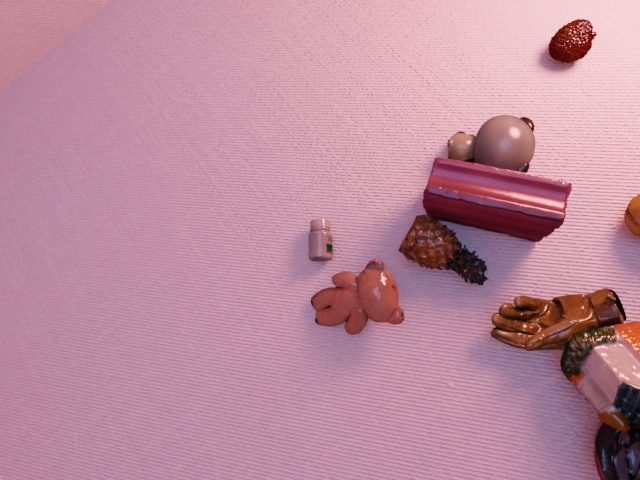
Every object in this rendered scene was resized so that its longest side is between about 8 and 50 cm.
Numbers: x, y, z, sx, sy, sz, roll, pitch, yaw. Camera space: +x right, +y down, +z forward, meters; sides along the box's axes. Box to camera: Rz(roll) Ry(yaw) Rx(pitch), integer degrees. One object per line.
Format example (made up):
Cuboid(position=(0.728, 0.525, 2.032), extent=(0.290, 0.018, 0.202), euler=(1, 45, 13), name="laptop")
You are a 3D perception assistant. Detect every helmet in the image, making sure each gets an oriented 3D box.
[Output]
Cuboid(position=(0.781, 0.540, 0.997), extent=(0.198, 0.154, 0.254), euler=(2, 95, 10), name="helmet")

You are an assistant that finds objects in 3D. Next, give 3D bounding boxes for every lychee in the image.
Cuboid(position=(0.793, -0.626, 1.267), extent=(0.128, 0.123, 0.124), euler=(-20, 74, 6), name="lychee")

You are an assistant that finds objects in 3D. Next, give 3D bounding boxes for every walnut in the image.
Cuboid(position=(0.950, -0.069, 1.091), extent=(0.206, 0.159, 0.159), euler=(2, 78, 13), name="walnut")

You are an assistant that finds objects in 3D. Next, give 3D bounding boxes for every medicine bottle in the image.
Cuboid(position=(0.000, 0.000, 1.317), extent=(0.080, 0.080, 0.131), euler=(-3, 77, 11), name="medicine bottle")

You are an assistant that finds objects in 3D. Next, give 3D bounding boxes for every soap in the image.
Cuboid(position=(0.485, -0.110, 1.160), extent=(0.359, 0.233, 0.128), euler=(15, 80, 15), name="soap")

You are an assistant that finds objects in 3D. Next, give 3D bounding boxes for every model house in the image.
Cuboid(position=(0.770, 0.352, 0.938), extent=(0.271, 0.190, 0.301), euler=(-8, 33, 2), name="model house")

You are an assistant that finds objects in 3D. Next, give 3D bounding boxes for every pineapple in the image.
Cuboid(position=(0.379, 0.045, 1.195), extent=(0.278, 0.158, 0.158), euler=(33, 86, 13), name="pineapple")

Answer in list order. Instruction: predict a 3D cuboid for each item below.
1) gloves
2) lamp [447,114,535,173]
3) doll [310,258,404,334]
Cuboid(position=(0.637, 0.220, 1.100), extent=(0.330, 0.141, 0.154), euler=(-17, 63, 17), name="gloves")
Cuboid(position=(0.520, -0.280, 1.228), extent=(0.243, 0.197, 0.198), euler=(5, 78, 36), name="lamp")
Cuboid(position=(0.114, 0.181, 1.244), extent=(0.303, 0.156, 0.202), euler=(-21, 81, 36), name="doll")
